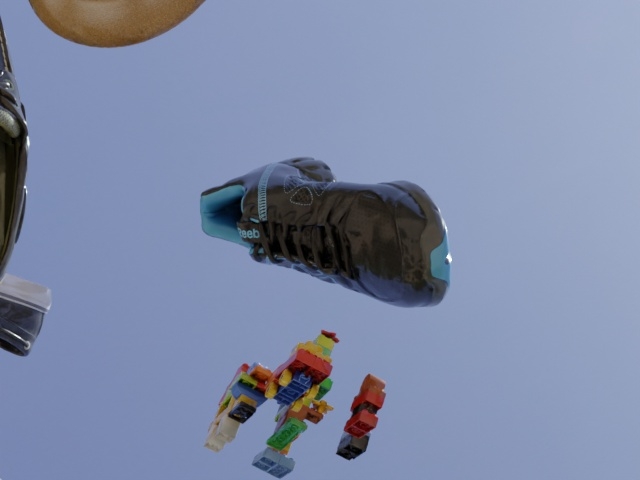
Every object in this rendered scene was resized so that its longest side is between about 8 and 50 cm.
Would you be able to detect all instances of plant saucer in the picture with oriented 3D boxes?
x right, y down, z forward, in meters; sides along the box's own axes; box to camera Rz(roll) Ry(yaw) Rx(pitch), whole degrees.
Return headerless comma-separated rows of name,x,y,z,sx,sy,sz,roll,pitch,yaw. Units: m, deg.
plant saucer,-0.075,-0.112,0.422,0.083,0.015,0.084,-4,-111,12

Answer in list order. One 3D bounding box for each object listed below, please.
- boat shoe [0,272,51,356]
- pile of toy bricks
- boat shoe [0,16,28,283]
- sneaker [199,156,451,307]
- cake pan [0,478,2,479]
boat shoe,-0.319,0.052,0.930,0.080,0.228,0.076,3,-103,32
pile of toy bricks,-0.014,0.128,0.996,0.118,0.212,0.105,28,-124,-11
boat shoe,-0.223,-0.074,0.733,0.073,0.080,0.224,-10,-98,52
sneaker,0.000,0.000,1.113,0.340,0.139,0.125,19,-63,58
cake pan,-0.196,0.178,0.350,0.293,0.054,0.293,0,-95,1
